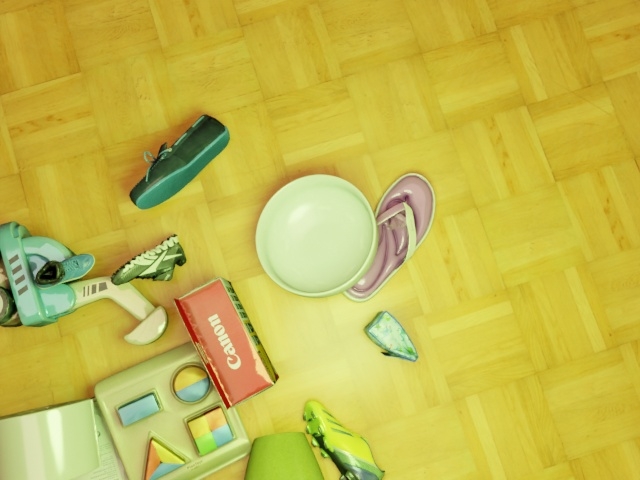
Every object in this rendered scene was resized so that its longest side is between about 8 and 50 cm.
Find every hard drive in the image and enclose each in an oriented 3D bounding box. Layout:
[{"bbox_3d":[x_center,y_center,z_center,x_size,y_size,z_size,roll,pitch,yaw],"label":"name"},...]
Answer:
[{"bbox_3d":[-0.602,0.597,1.558,0.237,0.064,0.339,-18,83,-3],"label":"hard drive"}]

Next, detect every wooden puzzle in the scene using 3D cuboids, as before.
[{"bbox_3d":[-0.388,0.472,1.536,0.322,0.080,0.348,-23,82,-17],"label":"wooden puzzle"}]

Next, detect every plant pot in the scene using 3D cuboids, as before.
[{"bbox_3d":[-0.091,0.651,1.478,0.275,0.275,0.293,-7,65,-2],"label":"plant pot"}]

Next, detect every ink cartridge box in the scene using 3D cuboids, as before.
[{"bbox_3d":[-0.238,0.261,1.504,0.130,0.272,0.309,-28,84,-4],"label":"ink cartridge box"}]

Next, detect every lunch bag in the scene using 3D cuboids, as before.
[{"bbox_3d":[0.197,0.271,1.580,0.151,0.129,0.096,42,85,3],"label":"lunch bag"}]

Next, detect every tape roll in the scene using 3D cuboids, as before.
[{"bbox_3d":[-0.675,0.496,1.417,0.246,0.246,0.169,-12,82,-2],"label":"tape roll"}]

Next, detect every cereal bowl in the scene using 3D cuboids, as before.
[{"bbox_3d":[0.000,0.000,1.589,0.339,0.141,0.339,-5,71,14],"label":"cereal bowl"}]

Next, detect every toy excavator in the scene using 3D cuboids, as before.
[{"bbox_3d":[-0.682,0.127,1.565,0.445,0.222,0.433,-19,84,-12],"label":"toy excavator"}]

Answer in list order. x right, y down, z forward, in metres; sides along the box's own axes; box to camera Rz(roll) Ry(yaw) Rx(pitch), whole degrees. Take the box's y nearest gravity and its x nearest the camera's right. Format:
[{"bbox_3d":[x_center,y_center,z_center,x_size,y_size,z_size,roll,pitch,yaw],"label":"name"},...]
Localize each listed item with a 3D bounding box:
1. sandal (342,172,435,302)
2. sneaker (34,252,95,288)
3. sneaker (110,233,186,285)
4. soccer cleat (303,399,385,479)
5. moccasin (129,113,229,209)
[{"bbox_3d":[0.203,-0.006,1.632,0.169,0.102,0.416,30,82,3],"label":"sandal"},{"bbox_3d":[-0.642,0.072,1.460,0.152,0.084,0.058,-25,87,-26],"label":"sneaker"},{"bbox_3d":[-0.457,0.076,1.585,0.234,0.078,0.106,-37,97,-44],"label":"sneaker"},{"bbox_3d":[0.062,0.549,1.574,0.121,0.093,0.289,-30,77,-35],"label":"soccer cleat"},{"bbox_3d":[-0.413,-0.226,1.658,0.117,0.138,0.342,44,70,9],"label":"moccasin"}]
